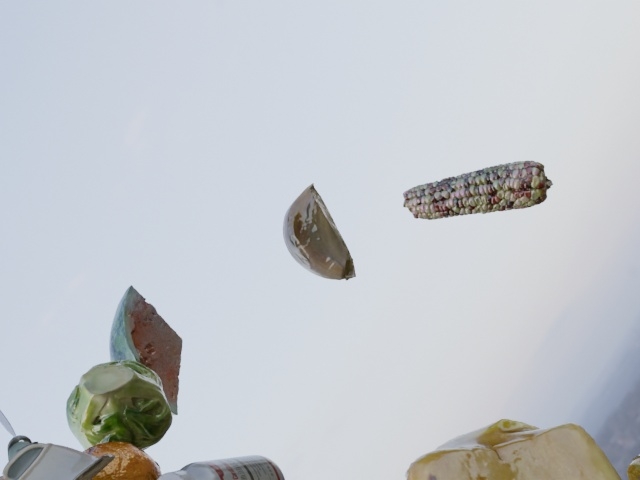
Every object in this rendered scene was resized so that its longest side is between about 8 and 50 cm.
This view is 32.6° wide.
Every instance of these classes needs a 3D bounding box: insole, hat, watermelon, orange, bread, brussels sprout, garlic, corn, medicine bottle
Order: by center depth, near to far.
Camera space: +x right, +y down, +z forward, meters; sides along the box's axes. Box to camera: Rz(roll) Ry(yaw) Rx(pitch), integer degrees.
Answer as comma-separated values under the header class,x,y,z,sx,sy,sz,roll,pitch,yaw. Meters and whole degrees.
class,x,y,z,sx,sy,sz,roll,pitch,yaw
insole,-0.525,0.265,1.757,0.002,0.053,0.152,-43,-49,-27
bread,0.322,0.475,1.777,0.361,0.394,0.250,-14,-44,-18
hat,-0.452,0.431,1.804,0.226,0.220,0.164,-6,-85,-51
medicine bottle,-0.183,0.465,2.002,0.250,0.131,0.131,8,-65,-51
orange,-0.379,0.466,2.005,0.193,0.193,0.161,-62,14,14
corn,0.292,-0.086,2.049,0.092,0.281,0.092,-12,-90,-71
garlic,-0.015,-0.001,2.083,0.101,0.195,0.087,-28,-12,14
brussels sprout,-0.408,0.343,2.205,0.223,0.161,0.223,-9,-62,-17
watermelon,-0.415,0.283,2.581,0.256,0.176,0.260,84,-174,-48

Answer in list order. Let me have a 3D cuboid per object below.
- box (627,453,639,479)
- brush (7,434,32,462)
class,x,y,z,sx,sy,sz,roll,pitch,yaw
box,0.456,0.321,1.442,0.037,0.105,0.105,-40,-23,-22
brush,-0.573,0.526,2.111,0.060,0.068,0.296,96,169,-67
